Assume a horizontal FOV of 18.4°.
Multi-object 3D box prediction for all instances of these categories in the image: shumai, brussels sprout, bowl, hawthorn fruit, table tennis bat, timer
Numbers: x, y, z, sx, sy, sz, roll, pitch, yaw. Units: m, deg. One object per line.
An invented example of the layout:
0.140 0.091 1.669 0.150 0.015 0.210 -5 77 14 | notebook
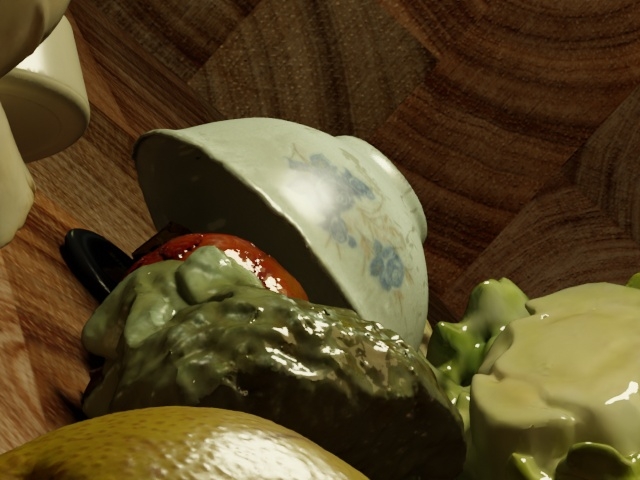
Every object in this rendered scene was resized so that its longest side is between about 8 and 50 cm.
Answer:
-0.045 0.091 1.246 0.218 0.189 0.256 49 3 37 | shumai
0.274 0.226 1.707 0.425 0.342 0.361 4 -55 34 | brussels sprout
0.000 0.000 1.626 0.313 0.146 0.313 44 -20 21 | bowl
-0.082 0.067 1.440 0.148 0.148 0.172 43 -10 -1 | hawthorn fruit
-0.148 0.045 1.683 0.150 0.027 0.236 45 8 7 | table tennis bat
-0.255 -0.202 1.406 0.175 0.175 0.266 32 51 -61 | timer

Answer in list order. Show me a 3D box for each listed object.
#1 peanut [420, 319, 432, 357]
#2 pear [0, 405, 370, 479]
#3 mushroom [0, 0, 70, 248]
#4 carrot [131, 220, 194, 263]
0.027 0.094 1.976 0.290 0.130 0.130 36 9 -40 | peanut
-0.058 0.153 0.673 0.209 0.209 0.209 42 6 -5 | pear
-0.257 -0.137 1.184 0.292 0.292 0.290 49 -15 47 | mushroom
-0.066 0.086 1.613 0.229 0.069 0.069 51 6 0 | carrot
